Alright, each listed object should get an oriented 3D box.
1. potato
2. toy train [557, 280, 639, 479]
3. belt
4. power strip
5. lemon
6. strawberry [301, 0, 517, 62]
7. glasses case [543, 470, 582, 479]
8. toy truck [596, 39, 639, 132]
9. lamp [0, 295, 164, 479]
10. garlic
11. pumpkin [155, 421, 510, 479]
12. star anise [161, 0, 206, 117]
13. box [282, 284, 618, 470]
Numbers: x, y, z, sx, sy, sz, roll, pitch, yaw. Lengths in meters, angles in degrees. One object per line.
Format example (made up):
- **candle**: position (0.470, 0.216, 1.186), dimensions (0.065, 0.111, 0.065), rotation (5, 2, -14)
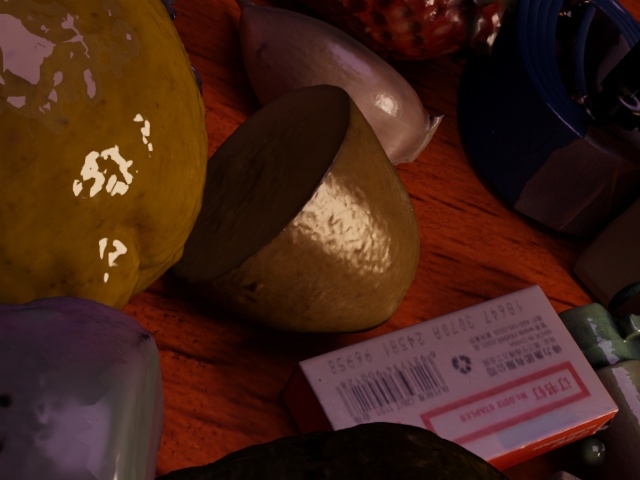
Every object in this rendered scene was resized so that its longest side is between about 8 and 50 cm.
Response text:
- **potato**: position (0.000, 0.000, 0.999), dimensions (0.158, 0.178, 0.203), rotation (45, 8, -22)
- **toy train**: position (0.288, 0.168, 1.097), dimensions (0.222, 0.150, 0.304), rotation (-2, 56, -36)
- **belt**: position (0.262, -0.153, 1.422), dimensions (0.212, 0.117, 0.347), rotation (32, 36, -12)
- **power strip**: position (0.381, 0.050, 1.299), dimensions (0.224, 0.139, 0.140), rotation (50, 36, 11)
- **lemon**: position (-0.212, -0.086, 0.790), dimensions (0.316, 0.285, 0.285), rotation (60, 35, -8)
- **strawberry**: position (0.061, -0.305, 1.304), dimensions (0.288, 0.250, 0.238), rotation (12, 2, 6)
- **glasses case**: position (0.161, 0.260, 0.940), dimensions (0.047, 0.071, 0.205), rotation (30, 38, -11)
- **toy truck**: position (0.378, -0.090, 1.222), dimensions (0.257, 0.127, 0.127), rotation (52, 30, 20)
- **lamp**: position (-0.229, 0.093, 0.581), dimensions (0.301, 0.247, 0.247), rotation (5, 62, -1)
- **garlic**: position (-0.015, -0.156, 1.195), dimensions (0.266, 0.148, 0.128), rotation (44, 72, -4)
- **pumpkin**: position (0.019, 0.227, 0.717), dimensions (0.325, 0.232, 0.242), rotation (14, 47, -28)
- **star anise**: position (-0.176, -0.162, 0.991), dimensions (0.093, 0.229, 0.236), rotation (-42, 66, -15)
- **box**: position (0.100, 0.115, 0.984), dimensions (0.229, 0.050, 0.123), rotation (-16, 62, -26)
